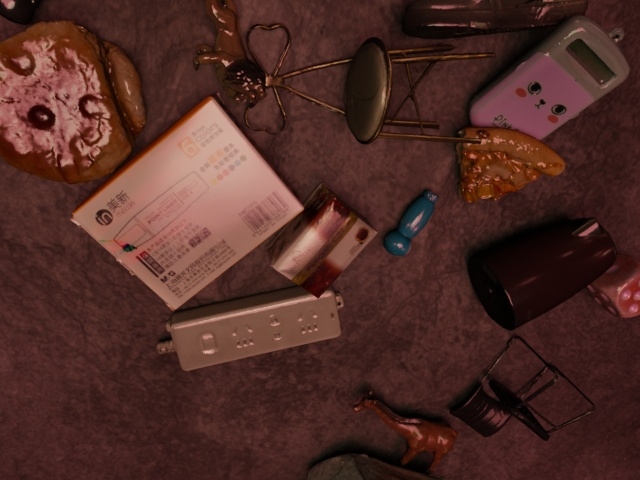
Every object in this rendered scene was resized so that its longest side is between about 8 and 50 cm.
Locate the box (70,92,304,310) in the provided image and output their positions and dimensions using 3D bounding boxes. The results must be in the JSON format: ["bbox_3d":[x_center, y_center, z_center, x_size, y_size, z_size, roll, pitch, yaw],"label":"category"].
[{"bbox_3d":[-0.195,-0.055,0.766,0.274,0.091,0.220,-36,112,4],"label":"box"}]

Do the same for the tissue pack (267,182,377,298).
[{"bbox_3d":[0.001,0.001,0.822,0.106,0.099,0.148,37,100,-22],"label":"tissue pack"}]

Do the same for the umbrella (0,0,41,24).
[{"bbox_3d":[-0.292,-0.417,0.601,0.113,0.106,0.357,36,101,-25],"label":"umbrella"}]

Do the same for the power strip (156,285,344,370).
[{"bbox_3d":[-0.120,0.149,0.878,0.339,0.058,0.098,-12,113,-6],"label":"power strip"}]

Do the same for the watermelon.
[{"bbox_3d":[0.083,0.532,0.984,0.387,0.258,0.228,-1,124,-56],"label":"watermelon"}]

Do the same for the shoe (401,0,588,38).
[{"bbox_3d":[0.255,-0.378,0.727,0.293,0.109,0.149,-8,109,-12],"label":"shoe"}]

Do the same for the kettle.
[{"bbox_3d":[0.411,0.065,0.913,0.233,0.144,0.202,-24,133,-4],"label":"kettle"}]

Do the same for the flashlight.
[{"bbox_3d":[0.158,-0.030,0.869,0.051,0.051,0.129,29,101,-20],"label":"flashlight"}]

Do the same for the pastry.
[{"bbox_3d":[-0.359,-0.186,0.679,0.229,0.100,0.218,4,110,-14],"label":"pastry"}]

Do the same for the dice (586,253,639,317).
[{"bbox_3d":[0.584,0.087,0.974,0.094,0.093,0.091,-37,113,5],"label":"dice"}]

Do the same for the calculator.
[{"bbox_3d":[0.350,-0.236,0.780,0.141,0.045,0.246,31,133,-24],"label":"calculator"}]

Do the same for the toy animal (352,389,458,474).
[{"bbox_3d":[0.174,0.390,1.024,0.225,0.066,0.229,-2,122,-4],"label":"toy animal"}]

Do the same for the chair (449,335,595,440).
[{"bbox_3d":[0.390,0.332,1.004,0.140,0.145,0.221,39,100,-21],"label":"chair"}]

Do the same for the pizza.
[{"bbox_3d":[0.288,-0.118,0.838,0.182,0.062,0.161,23,135,-21],"label":"pizza"}]

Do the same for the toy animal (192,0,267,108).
[{"bbox_3d":[-0.148,-0.284,0.701,0.086,0.069,0.219,-22,101,-3],"label":"toy animal"}]

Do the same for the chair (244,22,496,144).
[{"bbox_3d":[0.064,-0.215,0.726,0.326,0.170,0.159,-2,114,-17],"label":"chair"}]
